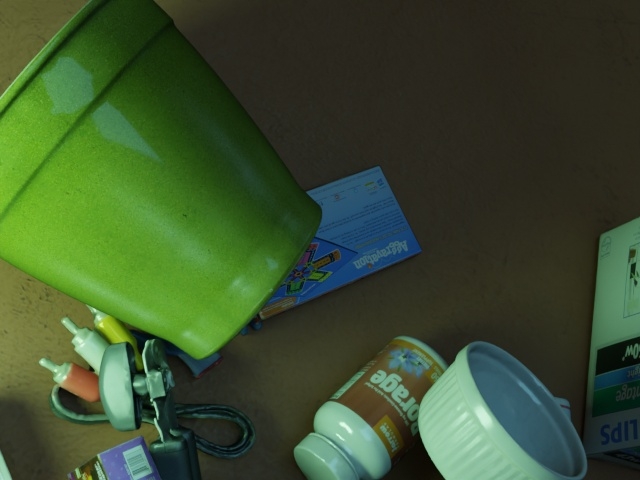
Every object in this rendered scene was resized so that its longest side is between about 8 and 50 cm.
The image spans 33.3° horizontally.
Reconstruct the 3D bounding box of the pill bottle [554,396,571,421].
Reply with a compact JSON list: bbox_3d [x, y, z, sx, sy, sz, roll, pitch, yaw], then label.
[{"bbox_3d":[0.307,0.301,1.484,0.087,0.087,0.160,7,71,-20],"label":"pill bottle"}]

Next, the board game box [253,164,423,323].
[{"bbox_3d":[0.000,0.000,1.481,0.281,0.027,0.145,-21,80,-31],"label":"board game box"}]

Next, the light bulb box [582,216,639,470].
[{"bbox_3d":[0.604,0.173,1.568,0.358,0.225,0.361,18,68,-16],"label":"light bulb box"}]

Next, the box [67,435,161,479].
[{"bbox_3d":[-0.190,0.376,1.196,0.057,0.201,0.293,-20,81,-27],"label":"box"}]

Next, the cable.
[{"bbox_3d":[-0.214,0.201,1.316,0.287,0.072,0.139,36,68,-7],"label":"cable"}]

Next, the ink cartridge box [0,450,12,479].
[{"bbox_3d":[-0.474,0.271,1.185,0.231,0.078,0.134,-21,81,-26],"label":"ink cartridge box"}]

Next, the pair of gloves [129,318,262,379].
[{"bbox_3d":[-0.163,0.086,1.403,0.159,0.023,0.198,48,61,0],"label":"pair of gloves"}]

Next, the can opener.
[{"bbox_3d":[-0.198,0.257,1.279,0.095,0.076,0.283,-8,93,7],"label":"can opener"}]

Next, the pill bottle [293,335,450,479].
[{"bbox_3d":[0.071,0.233,1.392,0.216,0.121,0.121,-41,91,-28],"label":"pill bottle"}]

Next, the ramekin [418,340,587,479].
[{"bbox_3d":[0.215,0.236,1.305,0.207,0.109,0.207,36,24,-19],"label":"ramekin"}]

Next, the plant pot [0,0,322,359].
[{"bbox_3d":[-0.199,-0.056,1.255,0.353,0.366,0.366,40,63,-10],"label":"plant pot"}]
